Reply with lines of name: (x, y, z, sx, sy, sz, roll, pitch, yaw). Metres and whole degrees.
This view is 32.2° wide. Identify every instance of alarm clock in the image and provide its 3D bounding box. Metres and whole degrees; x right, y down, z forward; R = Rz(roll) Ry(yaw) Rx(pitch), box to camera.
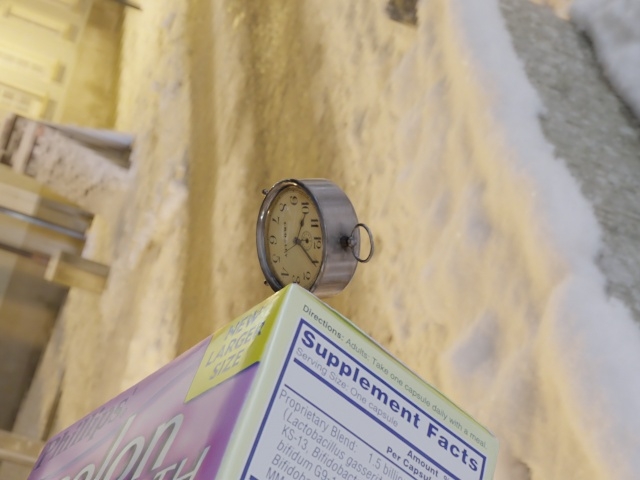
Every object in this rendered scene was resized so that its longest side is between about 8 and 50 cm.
alarm clock: (0.000, 0.000, 1.153, 0.192, 0.064, 0.129, 5, 97, 57)

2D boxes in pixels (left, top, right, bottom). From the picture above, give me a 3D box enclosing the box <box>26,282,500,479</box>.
box: (-0.064, 0.173, 0.432, 0.213, 0.117, 0.243, -34, 25, 43)
